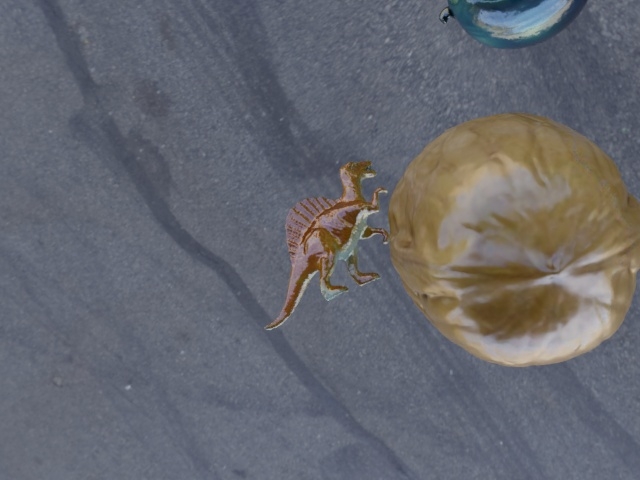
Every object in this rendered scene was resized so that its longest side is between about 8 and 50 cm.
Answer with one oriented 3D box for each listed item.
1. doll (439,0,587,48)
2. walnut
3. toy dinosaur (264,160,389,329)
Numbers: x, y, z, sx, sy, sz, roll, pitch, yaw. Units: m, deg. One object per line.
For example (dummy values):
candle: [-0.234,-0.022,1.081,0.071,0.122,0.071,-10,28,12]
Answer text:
doll: [0.302,-0.373,0.803,0.322,0.198,0.186,-16,140,36]
walnut: [0.150,-0.003,0.485,0.195,0.221,0.195,0,104,-1]
toy dinosaur: [0.001,-0.001,0.718,0.212,0.057,0.142,-26,80,-13]
